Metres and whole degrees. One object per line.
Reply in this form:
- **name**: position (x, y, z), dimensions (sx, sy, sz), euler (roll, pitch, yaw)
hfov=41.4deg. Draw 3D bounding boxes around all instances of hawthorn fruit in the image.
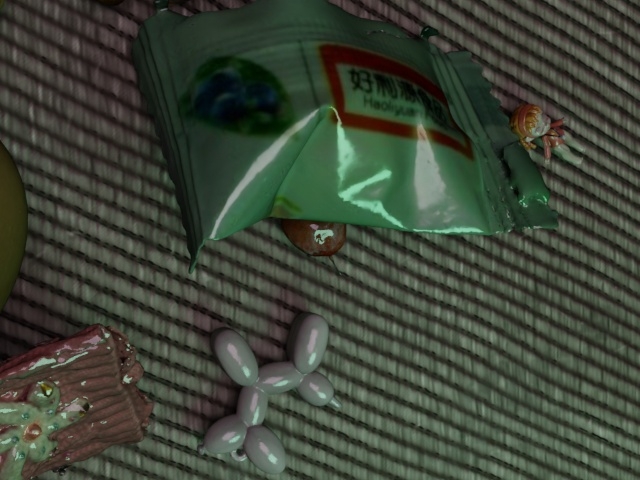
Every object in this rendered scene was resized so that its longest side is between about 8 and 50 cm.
- **hawthorn fruit**: position (0.000, 0.000, 0.906), dimensions (0.067, 0.067, 0.103), euler (-27, 112, -15)

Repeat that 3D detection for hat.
- **hat**: position (-0.286, 0.181, 0.743), dimensions (0.286, 0.236, 0.107), euler (-20, 57, -15)

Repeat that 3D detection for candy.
- **candy**: position (0.033, -0.112, 0.851), dimensions (0.398, 0.172, 0.263), euler (-1, 68, -26)

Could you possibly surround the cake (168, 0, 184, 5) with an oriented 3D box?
- **cake**: position (-0.065, -0.289, 0.850), dimensions (0.225, 0.109, 0.090), euler (-6, 92, -17)

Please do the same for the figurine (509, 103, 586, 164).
- **figurine**: position (0.267, -0.122, 0.996), dimensions (0.109, 0.047, 0.064), euler (26, 76, -26)

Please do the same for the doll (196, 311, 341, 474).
- **doll**: position (-0.057, 0.164, 0.890), dimensions (0.161, 0.059, 0.160), euler (-11, 93, -18)

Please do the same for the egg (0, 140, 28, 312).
- **egg**: position (-0.415, 0.011, 0.645), dimensions (0.374, 0.301, 0.301), euler (-28, 99, -24)

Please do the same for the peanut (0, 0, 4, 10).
- **peanut**: position (-0.319, -0.301, 0.775), dimensions (0.108, 0.095, 0.226), euler (11, 89, -14)

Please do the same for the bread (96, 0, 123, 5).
- **bread**: position (-0.217, -0.264, 0.816), dimensions (0.085, 0.085, 0.053), euler (42, 73, -14)
